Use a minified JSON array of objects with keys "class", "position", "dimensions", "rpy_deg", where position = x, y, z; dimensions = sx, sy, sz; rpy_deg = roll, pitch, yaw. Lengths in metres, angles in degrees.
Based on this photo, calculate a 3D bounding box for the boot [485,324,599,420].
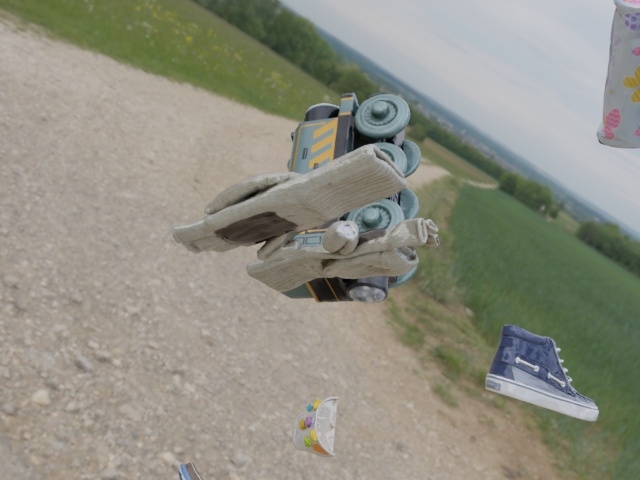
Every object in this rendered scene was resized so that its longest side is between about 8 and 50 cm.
[{"class":"boot","position":[0.292,0.169,0.921],"dimensions":[0.190,0.086,0.069],"rpy_deg":[22,-9,-32]}]

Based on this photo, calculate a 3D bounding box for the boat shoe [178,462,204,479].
[{"class":"boat shoe","position":[-0.141,0.387,1.042],"dimensions":[0.066,0.066,0.183],"rpy_deg":[-26,57,-23]}]

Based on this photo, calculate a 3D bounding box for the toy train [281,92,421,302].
[{"class":"toy train","position":[0.033,-0.065,1.000],"dimensions":[0.190,0.334,0.142],"rpy_deg":[-4,-33,16]}]

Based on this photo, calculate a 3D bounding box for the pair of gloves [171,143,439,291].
[{"class":"pair of gloves","position":[0.000,0.000,0.687],"dimensions":[0.240,0.204,0.042],"rpy_deg":[43,37,-61]}]

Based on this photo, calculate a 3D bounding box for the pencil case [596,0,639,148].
[{"class":"pencil case","position":[0.545,-0.292,1.251],"dimensions":[0.113,0.273,0.124],"rpy_deg":[2,36,13]}]

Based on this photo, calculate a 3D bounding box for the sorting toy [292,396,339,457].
[{"class":"sorting toy","position":[-0.014,0.264,1.035],"dimensions":[0.045,0.075,0.083],"rpy_deg":[23,56,-28]}]
